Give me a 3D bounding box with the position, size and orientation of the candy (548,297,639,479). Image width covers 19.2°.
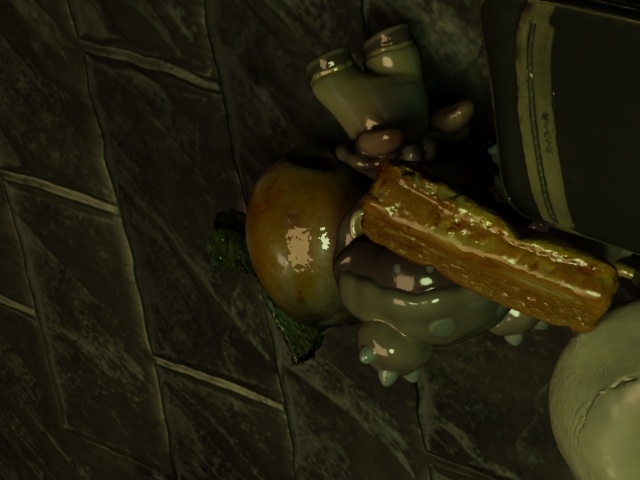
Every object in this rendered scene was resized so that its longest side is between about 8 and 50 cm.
[{"bbox_3d":[0.376,0.180,1.997,0.295,0.185,0.295,14,124,21],"label":"candy"}]

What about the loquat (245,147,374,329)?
[{"bbox_3d":[0.000,0.000,2.255,0.179,0.179,0.227,16,125,37],"label":"loquat"}]

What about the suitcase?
[{"bbox_3d":[0.343,-0.111,1.774,0.434,0.194,0.283,22,133,45],"label":"suitcase"}]

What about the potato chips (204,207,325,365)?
[{"bbox_3d":[-0.065,0.047,2.333,0.029,0.202,0.220,-29,116,24],"label":"potato chips"}]

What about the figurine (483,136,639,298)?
[{"bbox_3d":[0.261,-0.024,2.021,0.229,0.137,0.112,54,173,4],"label":"figurine"}]

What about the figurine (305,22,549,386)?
[{"bbox_3d":[0.100,-0.041,2.097,0.203,0.248,0.380,-19,90,67],"label":"figurine"}]

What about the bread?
[{"bbox_3d":[0.171,0.003,1.909,0.271,0.077,0.139,25,164,8],"label":"bread"}]
